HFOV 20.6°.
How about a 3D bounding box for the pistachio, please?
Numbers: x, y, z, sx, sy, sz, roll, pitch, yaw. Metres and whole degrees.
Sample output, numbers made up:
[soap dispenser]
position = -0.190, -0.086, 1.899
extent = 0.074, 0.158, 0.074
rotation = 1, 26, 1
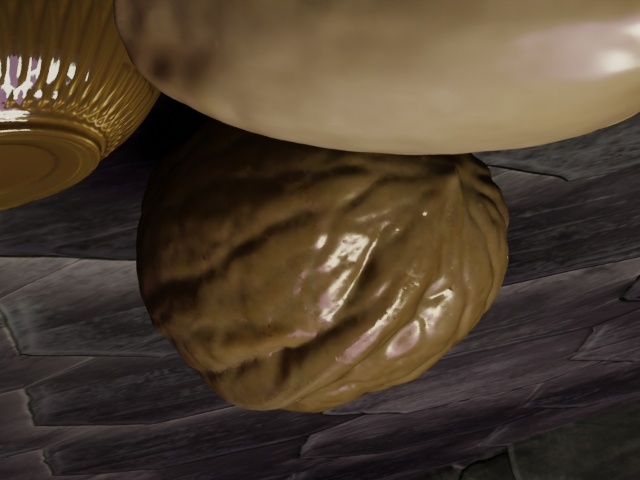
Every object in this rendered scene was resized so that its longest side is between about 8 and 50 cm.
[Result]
[pistachio]
position = 0.062, -0.132, 0.753
extent = 0.318, 0.193, 0.214
rotation = -10, 132, 16

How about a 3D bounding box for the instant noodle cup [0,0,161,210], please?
[instant noodle cup]
position = -0.181, -0.075, 0.910
extent = 0.274, 0.091, 0.274
rotation = -12, 165, -3

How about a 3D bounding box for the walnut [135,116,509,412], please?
[walnut]
position = 0.000, 0.000, 1.136
extent = 0.225, 0.225, 0.261
rotation = 0, 161, -43
